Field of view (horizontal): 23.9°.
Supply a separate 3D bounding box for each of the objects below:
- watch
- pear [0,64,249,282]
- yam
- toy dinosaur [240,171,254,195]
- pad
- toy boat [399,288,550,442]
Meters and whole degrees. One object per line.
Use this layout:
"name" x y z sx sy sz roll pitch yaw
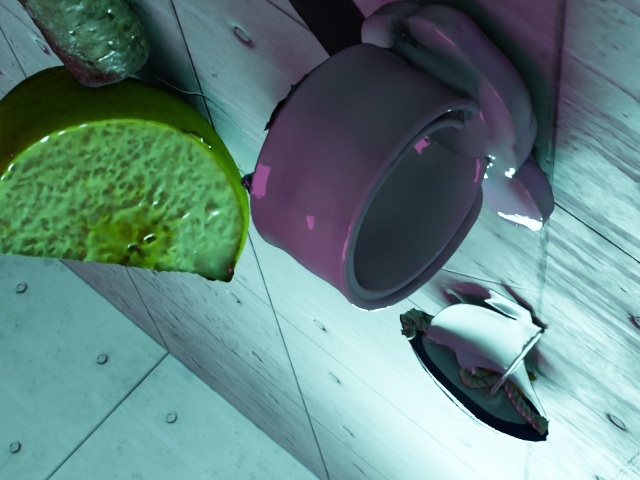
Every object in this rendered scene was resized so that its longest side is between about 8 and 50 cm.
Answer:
"watch" 0.050 -0.056 1.205 0.211 0.217 0.248 36 163 26
"pear" -0.274 -0.107 1.875 0.342 0.238 0.318 7 -160 -25
"yam" -0.263 -0.253 1.686 0.107 0.107 0.194 32 161 37
"toy dinosaur" -0.007 -0.010 1.686 0.147 0.076 0.363 56 -174 19
"pad" 0.003 -0.205 1.334 0.193 0.004 0.116 50 164 -27
"toy boat" 0.182 0.129 1.671 0.220 0.067 0.291 41 162 11
